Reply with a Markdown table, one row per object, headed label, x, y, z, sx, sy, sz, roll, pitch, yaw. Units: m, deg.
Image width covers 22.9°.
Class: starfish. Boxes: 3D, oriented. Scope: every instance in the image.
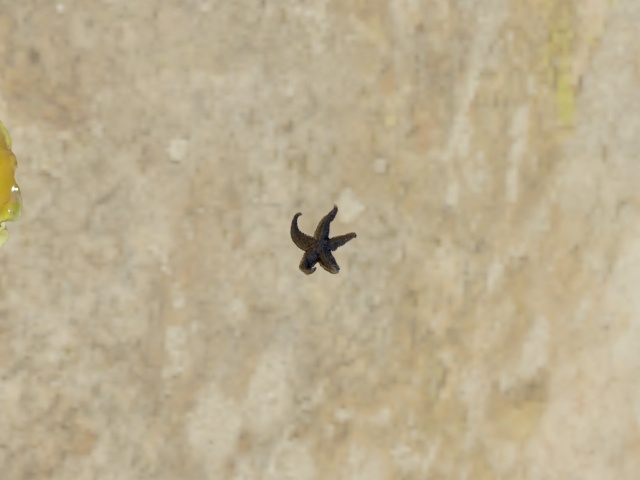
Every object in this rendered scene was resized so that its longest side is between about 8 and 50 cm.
| label | x | y | z | sx | sy | sz | roll | pitch | yaw |
| --- | --- | --- | --- | --- | --- | --- | --- | --- | --- |
| starfish | 0.000 | 0.000 | 1.756 | 0.028 | 0.078 | 0.091 | 73 | 35 | -60 |

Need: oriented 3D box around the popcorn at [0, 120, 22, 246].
| label | x | y | z | sx | sy | sz | roll | pitch | yaw |
| --- | --- | --- | --- | --- | --- | --- | --- | --- | --- |
| popcorn | -0.418 | -0.070 | 1.250 | 0.325 | 0.290 | 0.321 | -18 | 80 | -25 |
